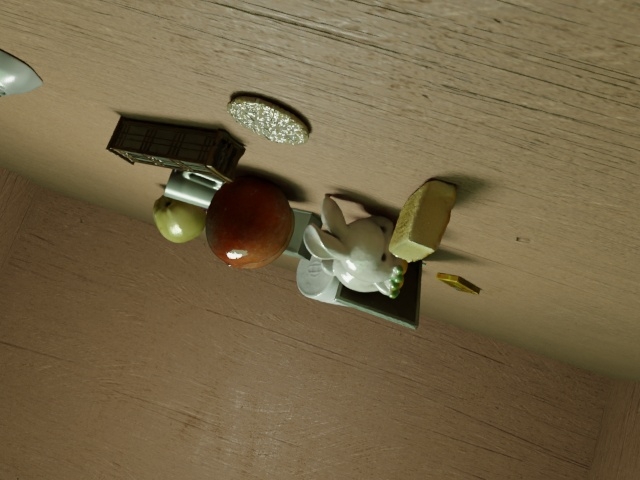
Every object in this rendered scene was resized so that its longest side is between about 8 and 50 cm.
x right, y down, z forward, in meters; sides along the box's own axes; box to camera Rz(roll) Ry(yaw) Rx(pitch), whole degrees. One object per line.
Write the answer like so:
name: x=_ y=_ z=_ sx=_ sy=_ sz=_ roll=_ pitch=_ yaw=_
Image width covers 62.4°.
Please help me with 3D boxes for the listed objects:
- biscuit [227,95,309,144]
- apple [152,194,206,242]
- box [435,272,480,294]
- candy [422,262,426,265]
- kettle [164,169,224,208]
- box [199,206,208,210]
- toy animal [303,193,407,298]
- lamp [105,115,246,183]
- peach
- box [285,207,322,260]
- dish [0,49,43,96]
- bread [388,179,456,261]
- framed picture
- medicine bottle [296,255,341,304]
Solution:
biscuit: x=-0.088 y=-0.202 z=0.896 sx=0.152 sy=0.020 sz=0.152 roll=19 pitch=170 yaw=4
apple: x=-0.521 y=-0.085 z=1.954 sx=0.200 sy=0.200 sz=0.200 roll=19 pitch=171 yaw=3
box: x=0.468 y=0.148 z=1.798 sx=0.156 sy=0.022 sz=0.089 roll=27 pitch=170 yaw=-40
candy: x=0.241 y=0.060 z=1.705 sx=0.201 sy=0.060 sz=0.060 roll=10 pitch=170 yaw=3
kettle: x=-0.356 y=-0.161 z=1.509 sx=0.148 sy=0.126 sz=0.098 roll=19 pitch=-157 yaw=-13
box: x=-0.325 y=-0.108 z=1.779 sx=0.120 sy=0.069 sz=0.224 roll=14 pitch=168 yaw=32
toy animal: x=0.102 y=0.025 z=1.324 sx=0.247 sy=0.182 sz=0.310 roll=17 pitch=170 yaw=12
lamp: x=-0.323 y=-0.202 z=1.160 sx=0.325 sy=0.089 sz=0.090 roll=13 pitch=168 yaw=29
peach: x=-0.186 y=-0.041 z=1.379 sx=0.252 sy=0.252 sz=0.252 roll=19 pitch=171 yaw=3
box: x=-0.118 y=-0.032 z=1.604 sx=0.225 sy=0.129 sz=0.086 roll=14 pitch=169 yaw=32
dish: x=-0.689 y=-0.351 z=1.099 sx=0.191 sy=0.066 sz=0.190 roll=18 pitch=171 yaw=3
bread: x=0.191 y=-0.031 z=0.998 sx=0.068 sy=0.125 sz=0.188 roll=21 pitch=170 yaw=-1
framed picture: x=0.179 y=0.113 z=1.539 sx=0.241 sy=0.020 sz=0.324 roll=19 pitch=-146 yaw=0
medicine bottle: x=0.099 y=0.127 z=1.773 sx=0.332 sy=0.189 sz=0.190 roll=15 pitch=175 yaw=-39
